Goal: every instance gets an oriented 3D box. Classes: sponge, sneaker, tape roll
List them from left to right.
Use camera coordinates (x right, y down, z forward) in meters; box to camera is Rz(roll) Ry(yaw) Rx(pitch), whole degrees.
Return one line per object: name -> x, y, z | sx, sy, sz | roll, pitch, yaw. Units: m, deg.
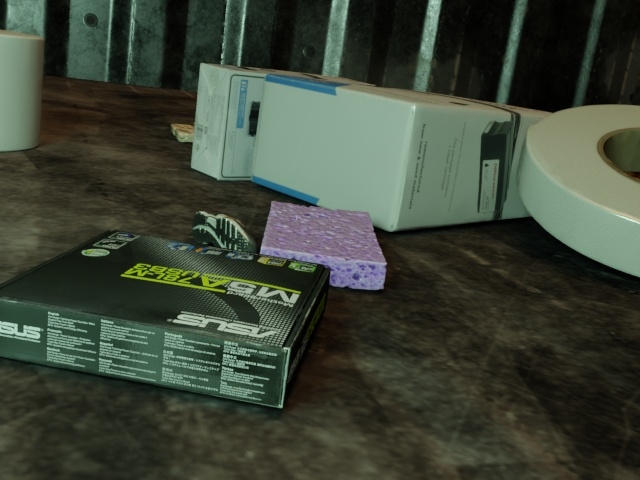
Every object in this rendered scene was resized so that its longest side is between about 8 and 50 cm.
tape roll -> -0.548, -0.238, 1.098 | 0.246, 0.169, 0.246 | 7, 15, -2
sneaker -> -0.086, -0.007, 0.716 | 0.043, 0.040, 0.109 | 1, 16, -34
sponge -> 0.000, 0.000, 0.754 | 0.117, 0.031, 0.210 | 7, 14, -3
tape roll -> 0.451, -0.071, 0.934 | 0.391, 0.072, 0.392 | 3, 33, -2

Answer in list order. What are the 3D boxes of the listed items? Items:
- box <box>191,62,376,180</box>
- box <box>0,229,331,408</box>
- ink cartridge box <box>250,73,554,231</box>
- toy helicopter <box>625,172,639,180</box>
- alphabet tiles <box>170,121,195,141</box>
box -> -0.054, -0.185, 1.170 | 0.289, 0.169, 0.087 | -3, 18, -39
box -> -0.098, 0.043, 0.506 | 0.190, 0.045, 0.184 | 9, 12, 7
ink cartridge box -> 0.141, -0.137, 1.089 | 0.394, 0.166, 0.285 | -6, 20, -45
toy helicopter -> 0.581, -0.050, 1.062 | 0.355, 0.140, 0.235 | 18, 25, 39
alphabet tiles -> -0.160, -0.210, 1.499 | 0.284, 0.021, 0.278 | 3, 15, -20
